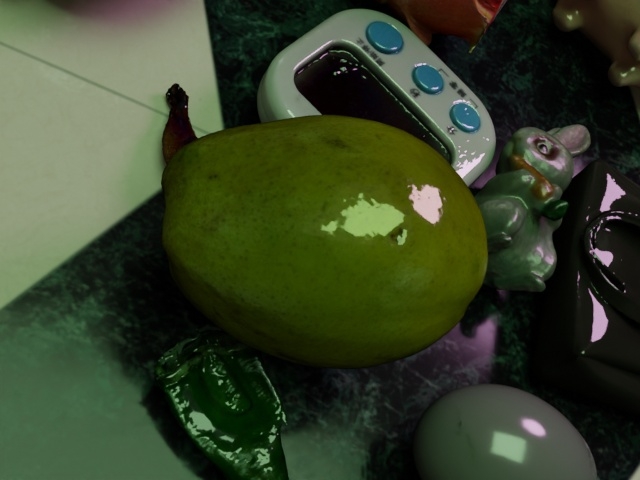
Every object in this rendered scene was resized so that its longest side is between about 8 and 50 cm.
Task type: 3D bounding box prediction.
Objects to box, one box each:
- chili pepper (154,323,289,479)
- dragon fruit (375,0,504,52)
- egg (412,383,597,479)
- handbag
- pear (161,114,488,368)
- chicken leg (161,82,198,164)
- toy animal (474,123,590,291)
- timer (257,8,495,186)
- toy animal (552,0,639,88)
[{"bbox_3d":[-0.088,0.183,0.972,0.108,0.062,0.216,-19,75,-21],"label":"chili pepper"},{"bbox_3d":[0.146,-0.355,1.230,0.227,0.224,0.224,40,59,10],"label":"dragon fruit"},{"bbox_3d":[0.187,0.224,1.005,0.199,0.146,0.146,29,59,-14],"label":"egg"},{"bbox_3d":[0.386,0.070,1.179,0.257,0.113,0.285,25,60,-17],"label":"handbag"},{"bbox_3d":[0.000,0.000,0.951,0.307,0.253,0.252,3,65,-10],"label":"pear"},{"bbox_3d":[-0.128,-0.082,1.086,0.093,0.053,0.205,-25,84,-52],"label":"chicken leg"},{"bbox_3d":[0.238,-0.064,1.163,0.127,0.125,0.251,15,58,21],"label":"toy animal"},{"bbox_3d":[0.064,-0.138,1.161,0.262,0.087,0.237,46,59,4],"label":"timer"},{"bbox_3d":[0.482,-0.292,1.334,0.269,0.237,0.326,-31,77,-18],"label":"toy animal"}]
